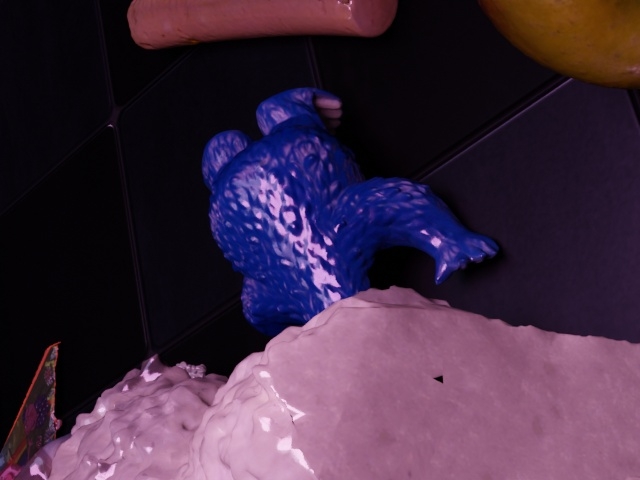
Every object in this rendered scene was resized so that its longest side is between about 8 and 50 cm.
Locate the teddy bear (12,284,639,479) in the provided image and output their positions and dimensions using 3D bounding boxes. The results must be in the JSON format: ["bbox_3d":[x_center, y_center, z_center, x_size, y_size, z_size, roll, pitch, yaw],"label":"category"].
[{"bbox_3d":[0.012,0.181,0.809,0.362,0.375,0.327,129,157,-50],"label":"teddy bear"}]

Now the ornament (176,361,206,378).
[{"bbox_3d":[-0.108,0.143,1.126,0.068,0.041,0.092,-10,81,51],"label":"ornament"}]

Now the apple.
[{"bbox_3d":[0.179,-0.184,0.811,0.196,0.196,0.157,-50,18,25],"label":"apple"}]

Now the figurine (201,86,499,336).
[{"bbox_3d":[-0.007,0.001,0.998,0.164,0.120,0.262,-56,47,15],"label":"figurine"}]

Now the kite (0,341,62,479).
[{"bbox_3d":[-0.272,0.261,1.288,0.234,0.016,0.321,-25,60,42],"label":"kite"}]

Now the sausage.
[{"bbox_3d":[-0.057,-0.191,1.154,0.301,0.066,0.066,6,83,45],"label":"sausage"}]
